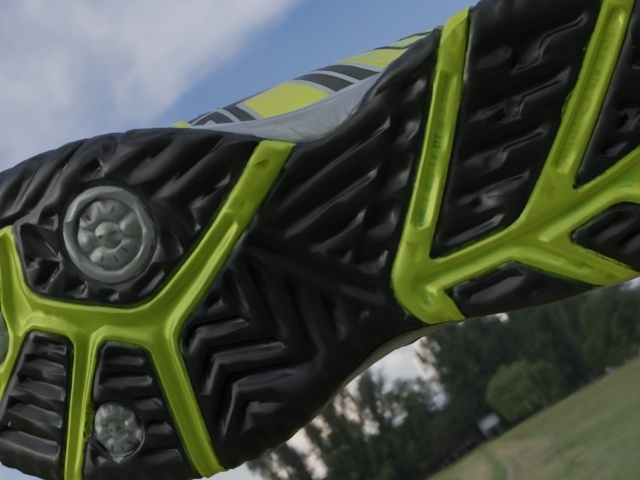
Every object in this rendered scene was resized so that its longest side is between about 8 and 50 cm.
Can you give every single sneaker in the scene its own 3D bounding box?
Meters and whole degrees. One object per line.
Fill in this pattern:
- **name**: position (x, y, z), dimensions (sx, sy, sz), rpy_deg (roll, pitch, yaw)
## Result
- **sneaker**: position (0.000, 0.000, 0.459), dimensions (0.384, 0.145, 0.147), rpy_deg (-17, 3, 14)
